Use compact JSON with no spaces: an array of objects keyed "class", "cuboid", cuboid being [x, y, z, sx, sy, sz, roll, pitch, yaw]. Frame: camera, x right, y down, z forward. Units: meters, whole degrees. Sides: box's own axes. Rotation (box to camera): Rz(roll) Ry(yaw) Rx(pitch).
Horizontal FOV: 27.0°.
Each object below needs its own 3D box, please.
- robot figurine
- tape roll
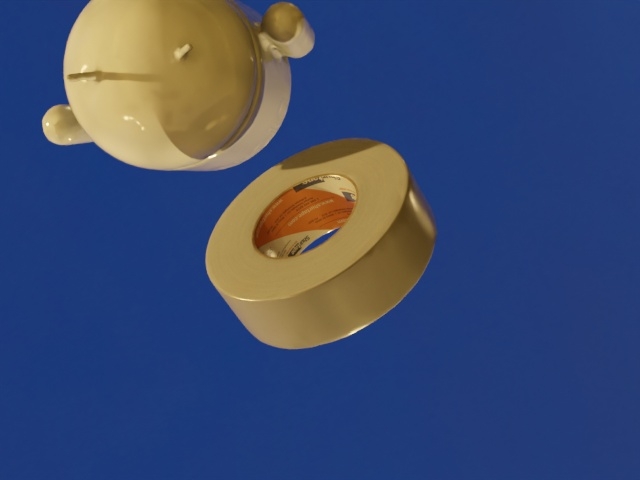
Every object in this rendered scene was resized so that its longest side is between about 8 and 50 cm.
[{"class":"robot figurine","cuboid":[-0.146,-0.174,1.415,0.200,0.300,0.353,64,-169,2]},{"class":"tape roll","cuboid":[0.000,0.000,1.294,0.219,0.219,0.072,-56,-49,-30]}]
